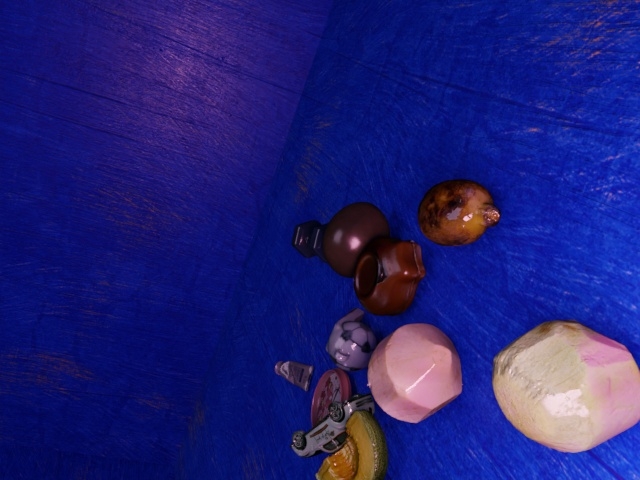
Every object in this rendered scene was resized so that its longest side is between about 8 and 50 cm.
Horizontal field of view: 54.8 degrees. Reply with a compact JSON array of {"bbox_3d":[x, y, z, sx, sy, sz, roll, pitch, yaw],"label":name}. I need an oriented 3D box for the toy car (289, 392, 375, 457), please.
[{"bbox_3d":[0.043,0.557,1.801,0.306,0.136,0.125,-47,64,28],"label":"toy car"}]

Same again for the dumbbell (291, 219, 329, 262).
[{"bbox_3d":[0.000,0.000,2.375,0.325,0.160,0.144,-173,68,-71],"label":"dumbbell"}]

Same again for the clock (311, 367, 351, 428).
[{"bbox_3d":[0.038,0.533,1.998,0.244,0.056,0.244,-163,90,-70],"label":"clock"}]

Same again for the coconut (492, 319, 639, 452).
[{"bbox_3d":[0.412,0.230,1.014,0.204,0.236,0.236,64,149,8],"label":"coconut"}]

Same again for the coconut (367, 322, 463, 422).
[{"bbox_3d":[0.223,0.308,1.468,0.237,0.197,0.236,-163,90,-76],"label":"coconut"}]

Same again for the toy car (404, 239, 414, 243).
[{"bbox_3d":[0.259,0.044,1.817,0.041,0.025,0.093,173,102,-67],"label":"toy car"}]

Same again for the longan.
[{"bbox_3d":[0.111,0.004,1.967,0.246,0.215,0.246,-40,-11,-9],"label":"longan"}]

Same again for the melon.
[{"bbox_3d":[0.119,0.599,1.656,0.169,0.129,0.265,51,120,44],"label":"melon"}]

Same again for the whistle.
[{"bbox_3d":[0.108,0.312,1.894,0.290,0.164,0.163,-22,-43,-65],"label":"whistle"}]

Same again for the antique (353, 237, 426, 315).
[{"bbox_3d":[0.187,0.103,1.785,0.278,0.129,0.223,139,130,-58],"label":"antique"}]

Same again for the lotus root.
[{"bbox_3d":[0.335,-0.070,1.528,0.314,0.141,0.169,-1,71,69],"label":"lotus root"}]

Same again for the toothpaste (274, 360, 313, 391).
[{"bbox_3d":[-0.097,0.516,2.396,0.266,0.061,0.096,-4,70,62],"label":"toothpaste"}]
